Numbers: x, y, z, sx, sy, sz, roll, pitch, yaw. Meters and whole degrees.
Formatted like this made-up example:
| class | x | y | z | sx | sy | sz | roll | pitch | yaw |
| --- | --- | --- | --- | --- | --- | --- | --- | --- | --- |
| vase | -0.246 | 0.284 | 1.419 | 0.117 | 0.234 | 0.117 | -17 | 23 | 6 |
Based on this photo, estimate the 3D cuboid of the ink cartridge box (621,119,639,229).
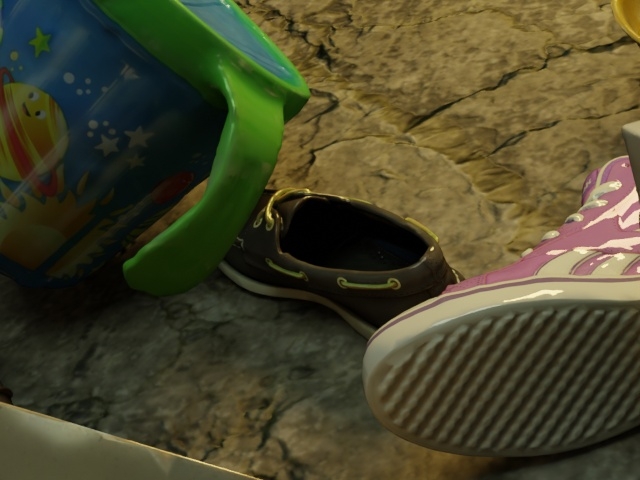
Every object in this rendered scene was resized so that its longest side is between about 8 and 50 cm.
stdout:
| class | x | y | z | sx | sy | sz | roll | pitch | yaw |
| --- | --- | --- | --- | --- | --- | --- | --- | --- | --- |
| ink cartridge box | 0.293 | 0.020 | 0.522 | 0.270 | 0.197 | 0.198 | -15 | 12 | 4 |

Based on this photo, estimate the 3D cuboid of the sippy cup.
| class | x | y | z | sx | sy | sz | roll | pitch | yaw |
| --- | --- | --- | --- | --- | --- | --- | --- | --- | --- |
| sippy cup | -0.164 | -0.095 | 0.862 | 0.224 | 0.240 | 0.305 | -48 | 17 | 11 |

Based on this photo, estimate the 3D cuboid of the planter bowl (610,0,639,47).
| class | x | y | z | sx | sy | sz | roll | pitch | yaw |
| --- | --- | --- | --- | --- | --- | --- | --- | --- | --- |
| planter bowl | 0.311 | -0.138 | 0.855 | 0.217 | 0.090 | 0.217 | -11 | 37 | 8 |

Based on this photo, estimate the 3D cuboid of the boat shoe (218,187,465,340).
| class | x | y | z | sx | sy | sz | roll | pitch | yaw |
| --- | --- | --- | --- | --- | --- | --- | --- | --- | --- |
| boat shoe | 0.000 | 0.000 | 0.820 | 0.228 | 0.068 | 0.081 | 23 | 53 | 41 |

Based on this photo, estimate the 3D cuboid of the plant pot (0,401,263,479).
| class | x | y | z | sx | sy | sz | roll | pitch | yaw |
| --- | --- | --- | --- | --- | --- | --- | --- | --- | --- |
| plant pot | -0.082 | 0.178 | 0.495 | 0.284 | 0.284 | 0.191 | 9 | 75 | 31 |

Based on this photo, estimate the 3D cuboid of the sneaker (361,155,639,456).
| class | x | y | z | sx | sy | sz | roll | pitch | yaw |
| --- | --- | --- | --- | --- | --- | --- | --- | --- | --- |
| sneaker | 0.146 | 0.026 | 0.715 | 0.282 | 0.102 | 0.161 | -11 | 32 | -10 |

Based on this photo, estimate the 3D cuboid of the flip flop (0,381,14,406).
| class | x | y | z | sx | sy | sz | roll | pitch | yaw |
| --- | --- | --- | --- | --- | --- | --- | --- | --- | --- |
| flip flop | -0.216 | 0.121 | 0.736 | 0.080 | 0.112 | 0.277 | 18 | 14 | -22 |
